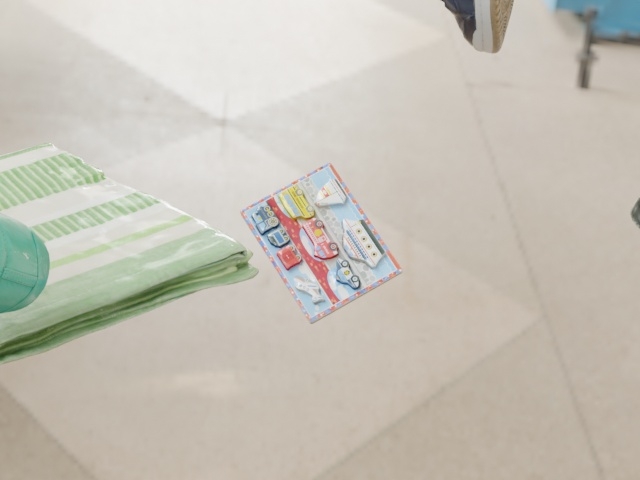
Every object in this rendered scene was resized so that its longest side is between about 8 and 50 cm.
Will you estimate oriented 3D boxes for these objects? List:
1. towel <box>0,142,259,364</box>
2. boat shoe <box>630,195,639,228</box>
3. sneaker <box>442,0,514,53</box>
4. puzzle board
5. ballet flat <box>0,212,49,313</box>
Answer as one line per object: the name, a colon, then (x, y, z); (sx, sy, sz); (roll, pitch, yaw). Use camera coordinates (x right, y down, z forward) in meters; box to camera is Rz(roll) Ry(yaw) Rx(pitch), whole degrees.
towel: (-0.239, 0.003, 1.273); (0.248, 0.038, 0.325); (-20, 29, -35)
boat shoe: (0.240, -0.016, 0.920); (0.119, 0.335, 0.121); (-3, 21, 10)
sneaker: (0.082, -0.275, 1.356); (0.153, 0.282, 0.099); (5, 54, 17)
puzzle board: (0.000, 0.000, 1.428); (0.096, 0.011, 0.128); (-30, 69, -9)
ballet flat: (-0.301, -0.017, 1.078); (0.247, 0.083, 0.087); (18, -4, 17)
